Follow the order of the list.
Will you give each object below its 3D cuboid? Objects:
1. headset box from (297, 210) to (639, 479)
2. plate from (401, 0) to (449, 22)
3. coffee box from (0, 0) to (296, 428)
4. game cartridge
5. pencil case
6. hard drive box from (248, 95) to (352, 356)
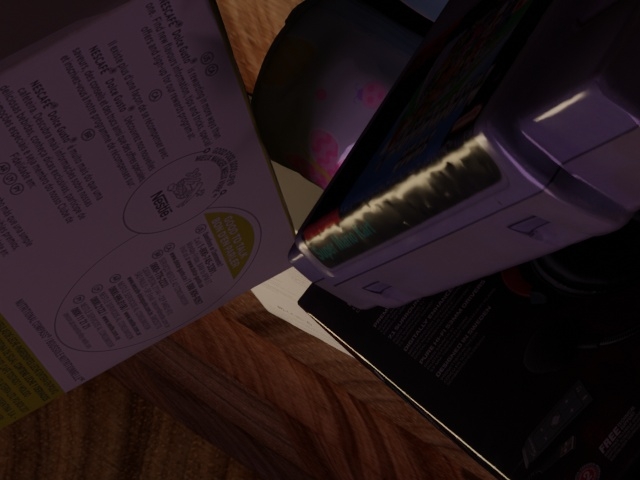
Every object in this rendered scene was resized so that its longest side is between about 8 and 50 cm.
[{"bbox_3d":[0.134,0.012,0.793,0.110,0.218,0.293,41,179,-30],"label":"headset box"},{"bbox_3d":[0.060,-0.154,0.929,0.188,0.024,0.188,35,165,10],"label":"plate"},{"bbox_3d":[-0.245,-0.104,0.988,0.337,0.334,0.338,58,175,25],"label":"coffee box"},{"bbox_3d":[0.095,-0.090,0.642,0.068,0.230,0.355,39,165,-6],"label":"game cartridge"},{"bbox_3d":[0.089,-0.046,1.020,0.273,0.113,0.124,29,149,26],"label":"pencil case"},{"bbox_3d":[0.000,0.000,1.407,0.181,0.089,0.232,26,162,35],"label":"hard drive box"}]
